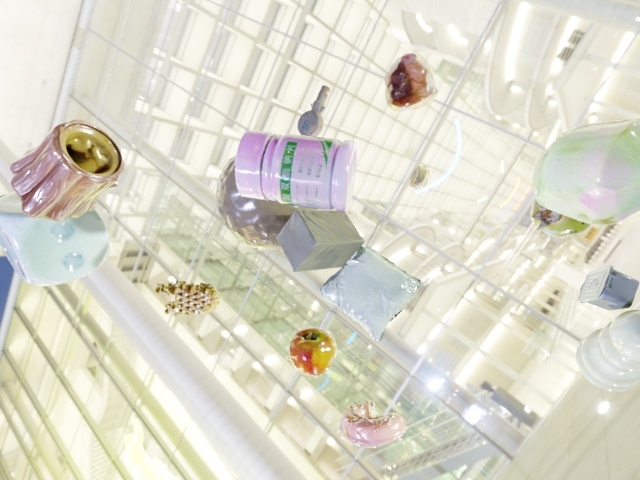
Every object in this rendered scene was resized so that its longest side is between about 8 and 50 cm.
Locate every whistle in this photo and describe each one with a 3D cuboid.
[{"bbox_3d":[-0.021,-0.473,1.553,0.057,0.107,0.220,19,-83,-60],"label":"whistle"}]

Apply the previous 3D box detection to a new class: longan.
[{"bbox_3d":[-0.200,-0.151,1.632,0.404,0.404,0.436,-53,-24,-1],"label":"longan"}]

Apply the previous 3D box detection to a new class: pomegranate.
[{"bbox_3d":[1.103,-0.137,1.868,0.323,0.291,0.291,-40,-27,-56],"label":"pomegranate"}]

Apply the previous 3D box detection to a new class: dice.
[{"bbox_3d":[-0.892,-0.024,1.383,0.265,0.268,0.262,-30,-49,-41],"label":"dice"}]

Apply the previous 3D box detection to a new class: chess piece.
[{"bbox_3d":[0.663,0.228,0.902,0.144,0.144,0.251,-47,-33,-13],"label":"chess piece"}]

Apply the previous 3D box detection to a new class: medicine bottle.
[{"bbox_3d":[-0.065,-0.207,1.230,0.212,0.325,0.212,9,-90,-81],"label":"medicine bottle"}]

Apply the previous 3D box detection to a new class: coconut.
[{"bbox_3d":[0.555,-0.129,0.810,0.204,0.236,0.236,-66,-27,-3],"label":"coconut"}]

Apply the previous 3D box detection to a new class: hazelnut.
[{"bbox_3d":[0.407,-0.680,1.837,0.261,0.241,0.261,-21,-64,-52],"label":"hazelnut"}]

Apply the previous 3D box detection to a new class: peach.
[{"bbox_3d":[-0.029,0.424,1.568,0.197,0.197,0.197,-38,-31,-28],"label":"peach"}]

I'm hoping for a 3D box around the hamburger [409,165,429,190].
[{"bbox_3d":[0.503,-0.316,2.092,0.141,0.081,0.126,-90,20,-65],"label":"hamburger"}]

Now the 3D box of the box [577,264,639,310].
[{"bbox_3d":[0.653,0.113,0.943,0.084,0.069,0.122,-63,-13,-8],"label":"box"}]

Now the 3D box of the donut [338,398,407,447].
[{"bbox_3d":[0.163,0.620,1.417,0.199,0.233,0.085,-7,-88,-33],"label":"donut"}]

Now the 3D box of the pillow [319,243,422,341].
[{"bbox_3d":[0.181,0.182,1.547,0.283,0.310,0.138,-54,-2,-7],"label":"pillow"}]

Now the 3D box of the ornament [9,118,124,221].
[{"bbox_3d":[-0.645,-0.179,1.083,0.218,0.235,0.221,-26,-47,30],"label":"ornament"}]

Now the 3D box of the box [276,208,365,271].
[{"bbox_3d":[0.000,0.000,1.392,0.231,0.149,0.155,-3,-39,-43],"label":"box"}]

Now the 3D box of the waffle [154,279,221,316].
[{"bbox_3d":[-0.560,0.244,1.786,0.260,0.069,0.293,0,-31,-13],"label":"waffle"}]
